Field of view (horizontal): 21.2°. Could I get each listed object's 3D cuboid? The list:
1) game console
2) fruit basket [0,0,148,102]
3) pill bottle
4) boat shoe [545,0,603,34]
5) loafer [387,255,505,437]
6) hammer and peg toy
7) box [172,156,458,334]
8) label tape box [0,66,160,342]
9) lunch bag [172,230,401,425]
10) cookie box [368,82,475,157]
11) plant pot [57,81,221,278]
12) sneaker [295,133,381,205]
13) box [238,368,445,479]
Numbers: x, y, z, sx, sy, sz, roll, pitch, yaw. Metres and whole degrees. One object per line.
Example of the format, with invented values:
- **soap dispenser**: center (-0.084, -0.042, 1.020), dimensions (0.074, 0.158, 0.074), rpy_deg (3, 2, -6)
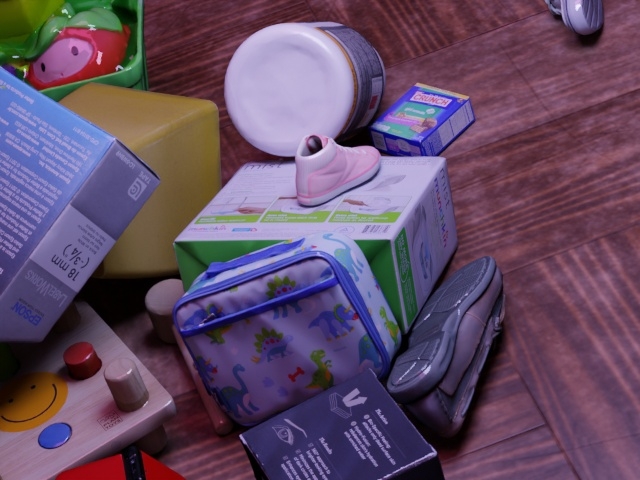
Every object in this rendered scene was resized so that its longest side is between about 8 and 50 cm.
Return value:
- **game console**: center (-0.196, 0.291, 1.758), dimensions (0.085, 0.124, 0.144), rpy_deg (-42, 34, 17)
- **fruit basket**: center (-0.424, -0.285, 2.335), dimensions (0.392, 0.392, 0.283), rpy_deg (-13, 37, 5)
- **pill bottle**: center (-0.009, -0.195, 2.147), dimensions (0.162, 0.162, 0.278), rpy_deg (-5, 6, 15)
- **boat shoe**: center (0.344, -0.337, 2.348), dimensions (0.075, 0.083, 0.226), rpy_deg (-16, 24, 22)
- **loafer**: center (0.148, 0.116, 1.858), dimensions (0.096, 0.084, 0.267), rpy_deg (-28, 15, 35)
- **hammer and peg toy**: center (-0.273, 0.162, 1.908), dimensions (0.361, 0.127, 0.266), rpy_deg (-30, 39, -16)
- **box**: center (0.000, 0.000, 1.966), dimensions (0.262, 0.127, 0.231), rpy_deg (-1, 25, 20)
- **label tape box**: center (-0.372, -0.004, 1.886), dimensions (0.240, 0.106, 0.334), rpy_deg (32, 83, 36)
- **lunch bag**: center (-0.039, 0.092, 1.835), dimensions (0.219, 0.176, 0.090), rpy_deg (-18, 17, 23)
- **cookie box**: center (0.132, -0.153, 2.216), dimensions (0.092, 0.040, 0.107), rpy_deg (19, 49, 39)
- **plant pot**: center (-0.259, -0.057, 2.064), dimensions (0.212, 0.212, 0.187), rpy_deg (11, 23, 32)
- **sneaker**: center (0.019, -0.096, 1.936), dimensions (0.051, 0.070, 0.134), rpy_deg (10, 31, 40)
- **box**: center (0.026, 0.235, 1.729), dimensions (0.158, 0.093, 0.156), rpy_deg (-26, 38, -10)
